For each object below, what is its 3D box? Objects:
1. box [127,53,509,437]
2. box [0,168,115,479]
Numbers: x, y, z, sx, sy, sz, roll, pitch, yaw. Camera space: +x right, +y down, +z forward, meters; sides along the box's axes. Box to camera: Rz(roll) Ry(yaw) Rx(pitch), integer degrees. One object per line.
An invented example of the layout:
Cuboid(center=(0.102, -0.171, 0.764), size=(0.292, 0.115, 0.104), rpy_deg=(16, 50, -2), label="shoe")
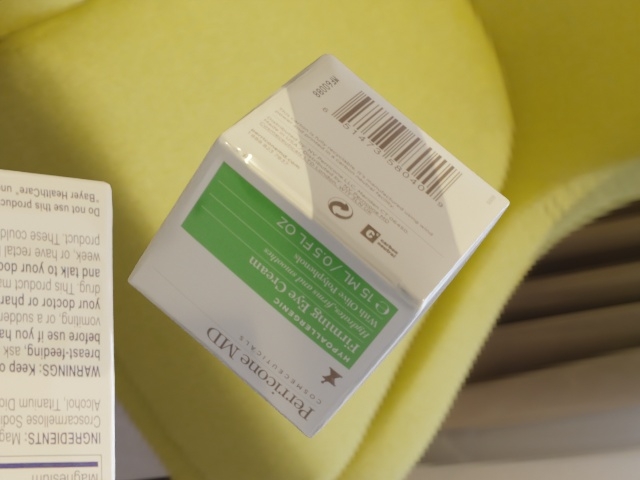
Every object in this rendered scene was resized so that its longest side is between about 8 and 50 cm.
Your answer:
Cuboid(center=(0.000, 0.000, 0.641), size=(0.101, 0.087, 0.102), rpy_deg=(40, 37, 5), label="box")
Cuboid(center=(-0.125, 0.049, 0.433), size=(0.126, 0.072, 0.137), rpy_deg=(6, 78, -39), label="box")
